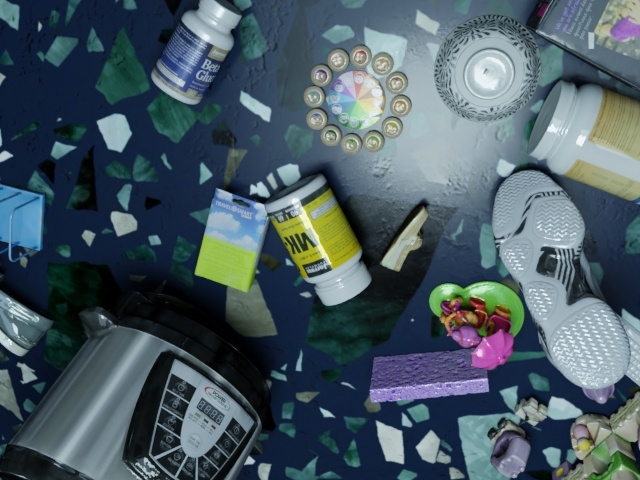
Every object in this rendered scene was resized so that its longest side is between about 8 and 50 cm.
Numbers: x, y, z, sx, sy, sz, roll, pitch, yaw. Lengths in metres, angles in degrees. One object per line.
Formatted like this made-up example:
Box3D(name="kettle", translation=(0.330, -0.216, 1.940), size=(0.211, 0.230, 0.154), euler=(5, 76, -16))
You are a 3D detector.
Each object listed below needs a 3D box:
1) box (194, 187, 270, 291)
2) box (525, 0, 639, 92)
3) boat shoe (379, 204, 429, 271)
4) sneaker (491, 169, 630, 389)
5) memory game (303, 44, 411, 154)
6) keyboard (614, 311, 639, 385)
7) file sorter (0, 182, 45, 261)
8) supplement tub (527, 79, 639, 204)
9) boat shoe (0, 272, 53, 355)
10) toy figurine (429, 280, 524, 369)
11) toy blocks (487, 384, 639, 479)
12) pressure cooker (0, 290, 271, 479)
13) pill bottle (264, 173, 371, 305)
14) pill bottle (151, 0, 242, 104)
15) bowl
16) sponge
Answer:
Box3D(name="box", translation=(-0.160, -0.004, 1.250), size=(0.109, 0.042, 0.178), euler=(19, 111, 4))
Box3D(name="box", translation=(0.450, -0.300, 0.961), size=(0.270, 0.165, 0.143), euler=(29, 112, 1))
Box3D(name="boat shoe", translation=(0.156, -0.002, 1.189), size=(0.045, 0.050, 0.135), euler=(30, 122, -4))
Box3D(name="sneaker", translation=(0.387, 0.074, 1.115), size=(0.137, 0.210, 0.366), euler=(-21, 66, 12))
Box3D(name="memory game", translation=(0.062, -0.235, 1.143), size=(0.186, 0.012, 0.186), euler=(4, 109, 10))
Box3D(name="keyboard", translation=(0.510, 0.166, 1.193), size=(0.256, 0.014, 0.072), euler=(39, 112, -4))
Box3D(name="file sorter", translation=(-0.637, -0.041, 1.299), size=(0.170, 0.104, 0.118), euler=(14, 110, 7))
Box3D(name="supplement tub", translation=(0.434, -0.151, 1.027), size=(0.199, 0.144, 0.144), euler=(22, 112, 3))
Box3D(name="boat shoe", translation=(-0.671, 0.084, 1.364), size=(0.099, 0.116, 0.319), euler=(-40, 96, -7))
Box3D(name="toy figurine", translation=(0.267, 0.151, 1.157), size=(0.173, 0.159, 0.130), euler=(20, 111, 4))
Box3D(name="toy blocks", translation=(0.487, 0.410, 1.143), size=(0.309, 0.260, 0.289), euler=(34, 115, -2))
Box3D(name="pressure cooker", translation=(-0.297, 0.311, 1.197), size=(0.375, 0.420, 0.370), euler=(21, 144, 14))
Box3D(name="pill bottle", translation=(0.000, 0.000, 1.179), size=(0.119, 0.119, 0.209), euler=(-25, 102, 18))
Box3D(name="pill bottle", translation=(-0.202, -0.320, 1.121), size=(0.094, 0.094, 0.169), euler=(36, 112, -2))
Box3D(name="bowl", translation=(0.261, -0.263, 1.058), size=(0.170, 0.080, 0.170), euler=(4, 110, 11))
Box3D(name="sponge", translation=(0.195, 0.242, 1.226), size=(0.210, 0.117, 0.031), euler=(-8, 108, 13))
